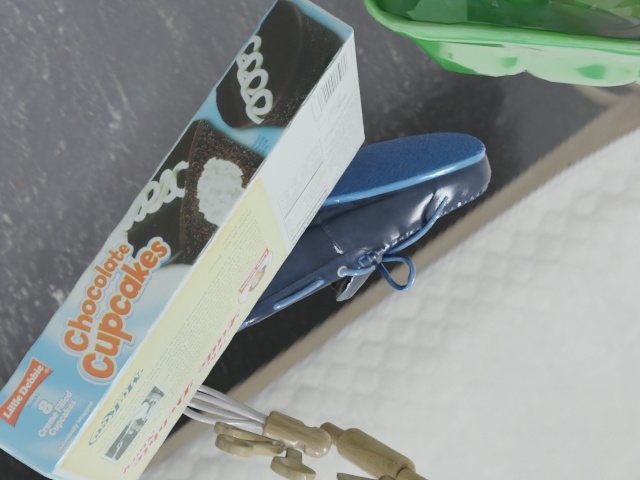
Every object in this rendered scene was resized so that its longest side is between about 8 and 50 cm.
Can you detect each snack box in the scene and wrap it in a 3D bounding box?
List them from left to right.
[{"bbox_3d":[-0.081,0.014,0.792,0.322,0.060,0.187,-57,168,-12],"label":"snack box"}]

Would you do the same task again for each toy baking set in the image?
[{"bbox_3d":[-0.024,0.162,1.016,0.196,0.256,0.030,20,90,-31],"label":"toy baking set"}]

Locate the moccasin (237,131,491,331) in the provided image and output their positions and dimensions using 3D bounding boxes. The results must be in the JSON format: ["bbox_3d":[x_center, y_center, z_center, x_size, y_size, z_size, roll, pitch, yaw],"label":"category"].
[{"bbox_3d":[0.000,0.000,1.128,0.342,0.138,0.117,-20,113,-3],"label":"moccasin"}]

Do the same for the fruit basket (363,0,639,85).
[{"bbox_3d":[0.133,-0.174,0.415,0.353,0.327,0.165,68,31,-67],"label":"fruit basket"}]
